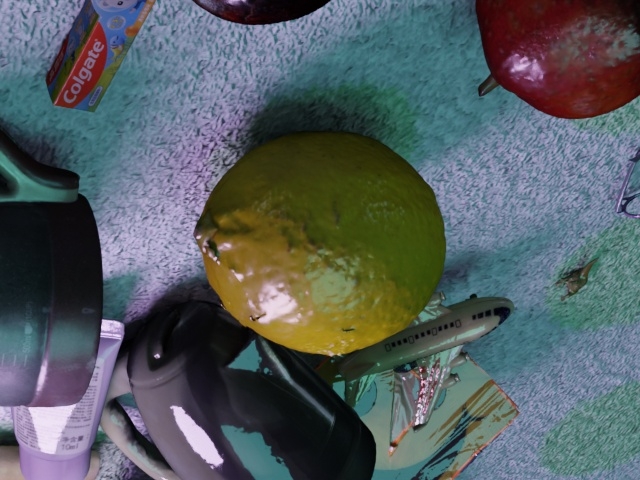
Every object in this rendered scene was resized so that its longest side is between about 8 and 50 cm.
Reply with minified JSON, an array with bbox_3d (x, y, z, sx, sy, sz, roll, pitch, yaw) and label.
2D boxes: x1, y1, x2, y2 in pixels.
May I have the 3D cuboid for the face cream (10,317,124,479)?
[{"bbox_3d":[-0.326,0.189,1.985,0.154,0.096,0.274,9,130,-1],"label":"face cream"}]

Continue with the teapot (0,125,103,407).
[{"bbox_3d":[-0.395,0.019,1.664,0.312,0.233,0.315,2,107,-24],"label":"teapot"}]

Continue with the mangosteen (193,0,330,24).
[{"bbox_3d":[-0.057,-0.306,1.448,0.216,0.216,0.216,-15,143,-12],"label":"mangosteen"}]

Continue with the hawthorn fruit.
[{"bbox_3d":[0.261,-0.233,1.704,0.215,0.215,0.249,19,135,-43],"label":"hawthorn fruit"}]

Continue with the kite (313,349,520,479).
[{"bbox_3d":[0.095,0.227,2.207,0.377,0.013,0.327,0,110,-11],"label":"kite"}]

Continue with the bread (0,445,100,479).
[{"bbox_3d":[-0.396,0.320,2.139,0.178,0.060,0.139,9,132,-35],"label":"bread"}]

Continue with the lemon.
[{"bbox_3d":[0.000,0.000,1.802,0.310,0.253,0.253,6,134,-36],"label":"lemon"}]

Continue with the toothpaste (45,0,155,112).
[{"bbox_3d":[-0.220,-0.213,1.590,0.070,0.044,0.193,8,133,-34],"label":"toothpaste"}]

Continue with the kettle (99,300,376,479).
[{"bbox_3d":[-0.141,0.222,2.043,0.321,0.228,0.324,-18,124,36],"label":"kettle"}]

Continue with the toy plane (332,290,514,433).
[{"bbox_3d":[0.131,0.128,2.121,0.256,0.104,0.242,-25,109,-4],"label":"toy plane"}]

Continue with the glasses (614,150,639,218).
[{"bbox_3d":[0.438,-0.098,2.110,0.140,0.062,0.104,-28,121,5],"label":"glasses"}]

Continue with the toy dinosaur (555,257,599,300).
[{"bbox_3d":[0.357,0.054,2.251,0.041,0.026,0.113,-17,153,-20],"label":"toy dinosaur"}]
